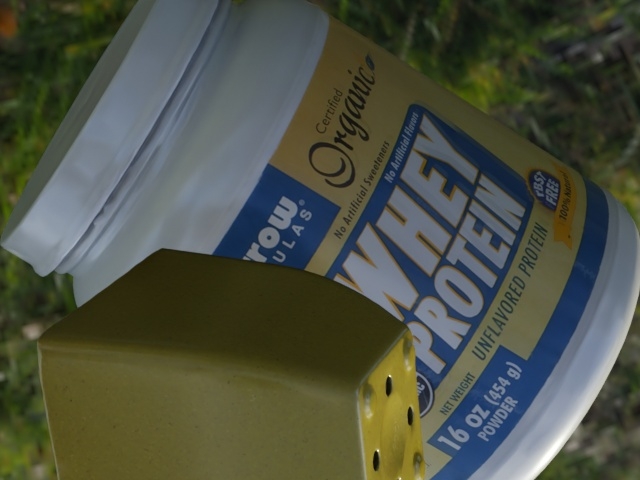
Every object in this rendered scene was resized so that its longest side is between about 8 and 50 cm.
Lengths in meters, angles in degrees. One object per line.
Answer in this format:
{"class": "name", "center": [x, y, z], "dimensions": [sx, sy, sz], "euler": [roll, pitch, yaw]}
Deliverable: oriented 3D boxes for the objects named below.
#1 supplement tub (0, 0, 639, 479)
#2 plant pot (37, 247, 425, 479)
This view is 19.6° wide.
{"class": "supplement tub", "center": [0.000, 0.000, 0.677], "dimensions": [0.200, 0.144, 0.144], "euler": [31, 127, -12]}
{"class": "plant pot", "center": [-0.018, 0.051, 0.506], "dimensions": [0.083, 0.081, 0.081], "euler": [0, 108, 21]}
